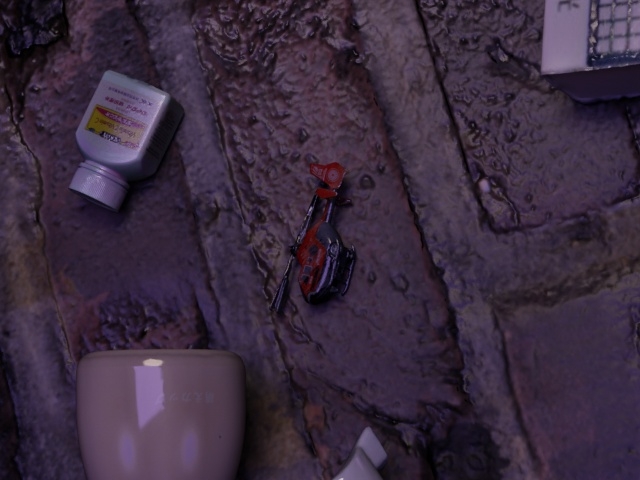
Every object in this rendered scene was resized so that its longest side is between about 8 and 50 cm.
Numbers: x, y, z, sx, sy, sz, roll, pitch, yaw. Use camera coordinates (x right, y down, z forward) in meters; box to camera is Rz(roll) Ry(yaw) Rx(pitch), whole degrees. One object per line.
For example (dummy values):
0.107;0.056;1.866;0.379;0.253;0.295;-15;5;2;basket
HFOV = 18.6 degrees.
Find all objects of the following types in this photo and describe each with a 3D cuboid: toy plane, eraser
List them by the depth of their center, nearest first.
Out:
0.269;-0.271;1.709;0.130;0.086;0.287;-2;76;35;eraser
0.000;0.000;1.756;0.060;0.037;0.145;10;83;27;toy plane

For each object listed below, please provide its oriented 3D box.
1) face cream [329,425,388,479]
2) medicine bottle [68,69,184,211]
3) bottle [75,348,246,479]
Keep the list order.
0.095;0.327;1.597;0.145;0.145;0.369;-36;70;4;face cream
-0.186;-0.090;1.815;0.074;0.055;0.118;24;84;17;medicine bottle
-0.137;0.213;1.688;0.148;0.147;0.236;-2;84;14;bottle
